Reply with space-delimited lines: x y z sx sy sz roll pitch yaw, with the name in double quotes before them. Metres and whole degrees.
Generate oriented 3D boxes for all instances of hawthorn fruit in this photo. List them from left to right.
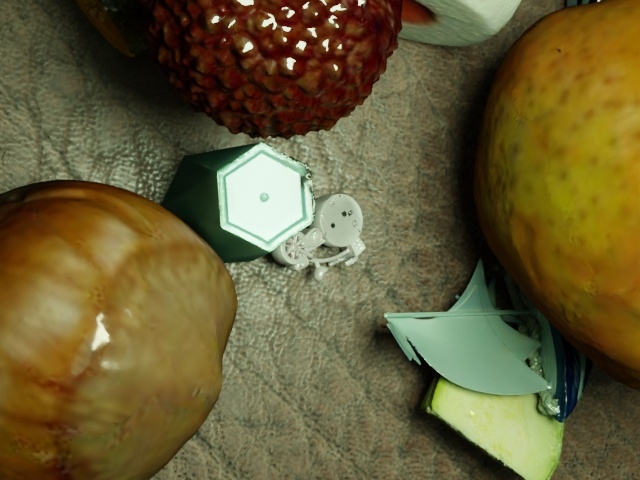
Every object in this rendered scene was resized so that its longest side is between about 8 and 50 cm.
"hawthorn fruit" 0.395 -0.045 1.240 0.472 0.472 0.471 0 89 -17

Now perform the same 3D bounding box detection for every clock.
"clock" 0.000 0.000 1.324 0.129 0.041 0.087 -32 107 -33

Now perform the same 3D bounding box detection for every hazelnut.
"hazelnut" -0.266 0.100 1.131 0.372 0.315 0.372 -1 62 2

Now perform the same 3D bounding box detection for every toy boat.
"toy boat" 0.213 0.096 1.359 0.292 0.070 0.210 22 54 -17

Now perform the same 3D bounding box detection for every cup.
"cup" -0.083 -0.038 1.213 0.148 0.236 0.134 -7 92 -19

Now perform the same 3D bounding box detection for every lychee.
"lychee" -0.043 -0.229 1.088 0.300 0.264 0.264 15 83 -55

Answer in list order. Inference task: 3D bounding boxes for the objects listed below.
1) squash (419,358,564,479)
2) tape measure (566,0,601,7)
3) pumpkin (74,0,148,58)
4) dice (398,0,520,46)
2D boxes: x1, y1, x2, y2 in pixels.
"squash" 0.211 0.209 1.386 0.192 0.085 0.184 38 47 -7
"tape measure" 0.409 -0.298 1.431 0.182 0.107 0.181 23 85 -15
"pumpkin" -0.249 -0.355 1.176 0.139 0.222 0.317 -38 100 -15
"dice" 0.117 -0.384 1.278 0.259 0.243 0.251 16 84 -13
